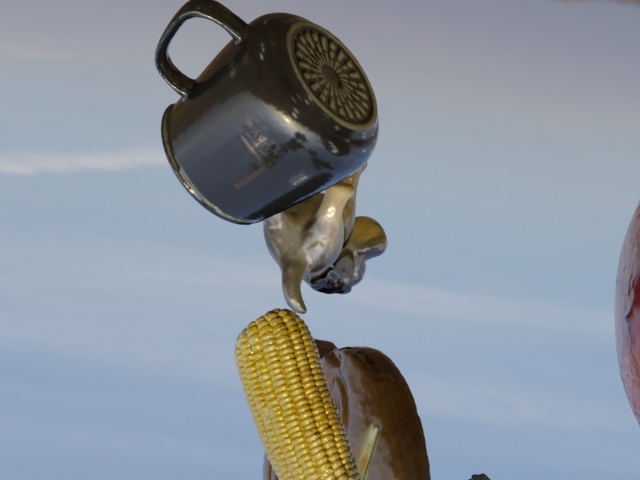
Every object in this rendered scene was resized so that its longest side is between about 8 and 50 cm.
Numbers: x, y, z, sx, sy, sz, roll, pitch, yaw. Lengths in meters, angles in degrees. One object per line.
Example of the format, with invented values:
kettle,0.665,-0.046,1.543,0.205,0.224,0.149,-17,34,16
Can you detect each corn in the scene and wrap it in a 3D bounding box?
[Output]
corn,-0.018,0.139,1.043,0.063,0.165,0.085,-1,151,-48

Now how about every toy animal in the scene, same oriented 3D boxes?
toy animal,0.003,-0.015,1.488,0.121,0.169,0.233,4,-174,14

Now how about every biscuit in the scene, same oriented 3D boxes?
biscuit,0.009,0.278,1.606,0.070,0.394,0.350,0,-124,-24

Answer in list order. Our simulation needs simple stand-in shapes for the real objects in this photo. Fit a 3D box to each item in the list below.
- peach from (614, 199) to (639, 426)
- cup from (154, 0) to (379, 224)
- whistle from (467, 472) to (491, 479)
peach,0.423,0.073,1.104,0.388,0.388,0.388,8,-168,-2
cup,-0.067,-0.128,1.243,0.223,0.176,0.169,41,-143,-21
whistle,0.126,0.309,1.245,0.180,0.093,0.269,30,-152,11
